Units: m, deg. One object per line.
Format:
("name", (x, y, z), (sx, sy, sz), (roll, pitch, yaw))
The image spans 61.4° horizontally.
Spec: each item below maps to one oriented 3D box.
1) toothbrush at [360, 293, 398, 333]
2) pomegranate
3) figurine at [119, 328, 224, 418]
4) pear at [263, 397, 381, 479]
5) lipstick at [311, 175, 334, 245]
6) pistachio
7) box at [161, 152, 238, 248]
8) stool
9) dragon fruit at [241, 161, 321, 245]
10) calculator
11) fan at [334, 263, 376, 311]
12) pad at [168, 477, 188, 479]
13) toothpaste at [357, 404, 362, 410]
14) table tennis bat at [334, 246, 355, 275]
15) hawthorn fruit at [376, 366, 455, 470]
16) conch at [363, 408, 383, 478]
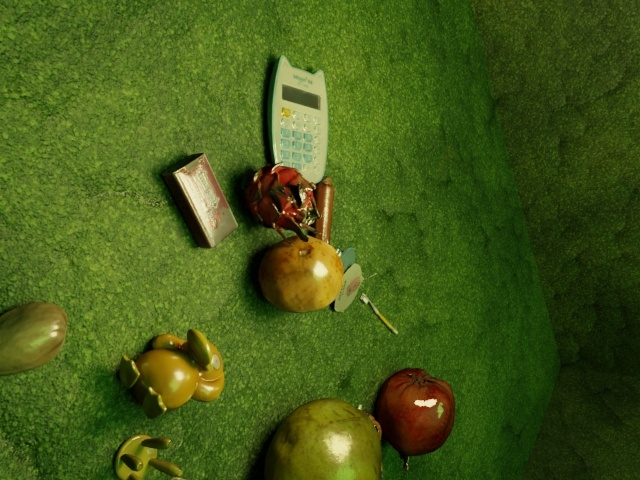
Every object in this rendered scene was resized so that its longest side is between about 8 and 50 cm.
("toothbrush", (0.225, 0.287, 2.049), (0.288, 0.021, 0.024), (48, 66, -38))
("pomegranate", (-0.054, 0.102, 1.557), (0.248, 0.248, 0.248), (0, 91, -50))
("figurine", (-0.342, 0.314, 1.285), (0.228, 0.215, 0.215), (-33, 116, -28))
("pear", (0.014, 0.654, 1.578), (0.413, 0.352, 0.352), (-48, 125, -41))
("lipstick", (0.000, 0.000, 1.739), (0.077, 0.077, 0.418), (12, 80, -49))
("pistachio", (-0.578, 0.194, 1.043), (0.185, 0.108, 0.126), (-36, 94, -35))
("box", (-0.305, -0.100, 1.386), (0.120, 0.069, 0.224), (-47, 124, -39))
("stool", (-0.400, 0.517, 1.246), (0.134, 0.110, 0.135), (36, 63, -43))
("dragon fruit", (-0.098, -0.109, 1.503), (0.192, 0.274, 0.193), (-60, 173, 20))
("calculator", (-0.067, -0.354, 1.667), (0.256, 0.054, 0.386), (0, 87, -50))
("fan", (0.136, 0.152, 1.918), (0.310, 0.010, 0.182), (-20, 126, -56))
("pad", (-0.294, 0.767, 1.328), (0.284, 0.018, 0.286), (23, 71, -11))
("toothpaste", (0.114, 0.680, 1.912), (0.057, 0.035, 0.197), (30, 69, -29))
("table tennis bat", (0.073, 0.081, 1.800), (0.149, 0.038, 0.237), (-67, 159, -14))
("hawthorn fruit", (0.355, 0.641, 2.002), (0.308, 0.308, 0.324), (-41, 130, -41))
("conch", (0.181, 0.734, 1.950), (0.080, 0.086, 0.232), (2, 87, -15))
